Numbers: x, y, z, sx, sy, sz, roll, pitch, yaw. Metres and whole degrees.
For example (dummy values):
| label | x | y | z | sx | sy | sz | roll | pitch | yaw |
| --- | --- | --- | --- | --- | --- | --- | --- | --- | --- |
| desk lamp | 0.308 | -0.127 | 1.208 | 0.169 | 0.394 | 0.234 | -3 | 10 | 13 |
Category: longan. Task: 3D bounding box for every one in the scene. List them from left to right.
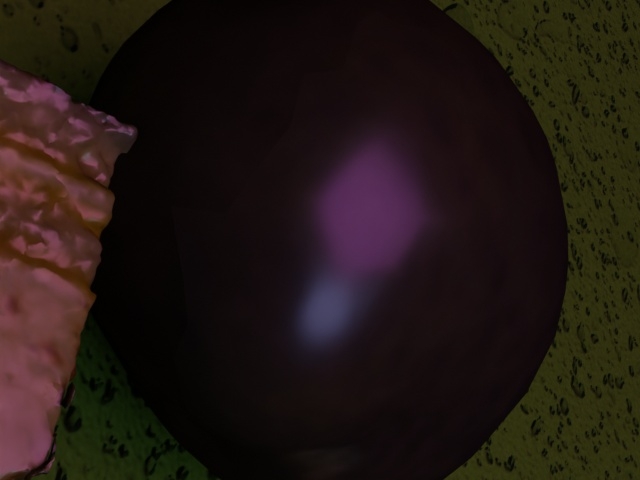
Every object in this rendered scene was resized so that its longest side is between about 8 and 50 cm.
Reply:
| label | x | y | z | sx | sy | sz | roll | pitch | yaw |
| --- | --- | --- | --- | --- | --- | --- | --- | --- | --- |
| longan | 0.000 | 0.000 | 0.926 | 0.404 | 0.336 | 0.404 | -6 | 90 | -79 |

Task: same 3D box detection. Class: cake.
| label | x | y | z | sx | sy | sz | roll | pitch | yaw |
| --- | --- | --- | --- | --- | --- | --- | --- | --- | --- |
| cake | -0.257 | 0.051 | 0.701 | 0.227 | 0.222 | 0.286 | 24 | 61 | -25 |
